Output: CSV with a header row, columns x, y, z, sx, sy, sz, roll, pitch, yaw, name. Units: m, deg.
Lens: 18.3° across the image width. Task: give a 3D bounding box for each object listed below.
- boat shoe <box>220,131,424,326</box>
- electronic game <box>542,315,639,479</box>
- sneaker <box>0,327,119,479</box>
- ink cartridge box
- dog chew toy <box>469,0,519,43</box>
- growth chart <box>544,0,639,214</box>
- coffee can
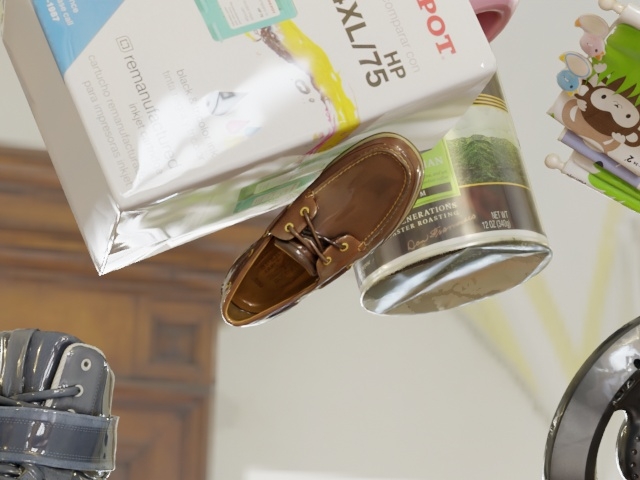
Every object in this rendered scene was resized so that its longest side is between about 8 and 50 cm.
x,y,z,sx,sy,sz,roll,pitch,yaw,name
-0.001,0.000,1.307,0.064,0.060,0.178,46,-63,-3,boat shoe
0.273,0.159,1.573,0.229,0.229,0.048,17,7,-33,electronic game
-0.187,0.127,1.065,0.086,0.163,0.226,4,-2,27,sneaker
-0.056,-0.130,1.356,0.270,0.198,0.197,-21,-9,-14,ink cartridge box
0.040,-0.308,1.762,0.207,0.331,0.206,-28,-16,-9,dog chew toy
0.290,-0.116,1.824,0.172,0.021,0.237,24,-40,8,growth chart
0.106,-0.085,2.029,0.202,0.275,0.201,-13,-19,-4,coffee can
